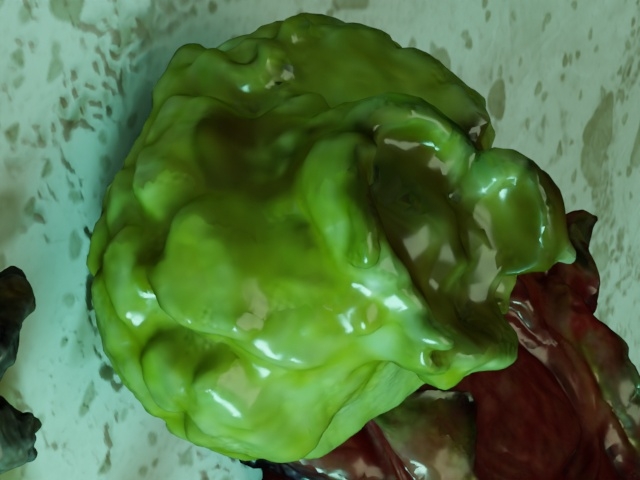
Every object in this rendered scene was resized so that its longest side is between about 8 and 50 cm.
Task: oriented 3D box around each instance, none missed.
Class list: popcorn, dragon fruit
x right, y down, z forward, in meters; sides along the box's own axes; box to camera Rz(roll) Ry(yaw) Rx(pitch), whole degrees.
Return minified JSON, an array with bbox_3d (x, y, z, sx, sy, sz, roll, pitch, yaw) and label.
[{"bbox_3d":[0.000,0.000,1.060,0.258,0.270,0.224,-111,-175,-53],"label":"popcorn"},{"bbox_3d":[0.121,0.076,1.257,0.329,0.228,0.286,-61,140,-23],"label":"dragon fruit"}]

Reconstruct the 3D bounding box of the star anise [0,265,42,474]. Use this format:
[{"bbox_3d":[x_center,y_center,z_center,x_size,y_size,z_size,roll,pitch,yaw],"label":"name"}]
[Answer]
[{"bbox_3d":[-0.202,0.071,0.916,0.212,0.073,0.197,11,91,-59],"label":"star anise"}]
